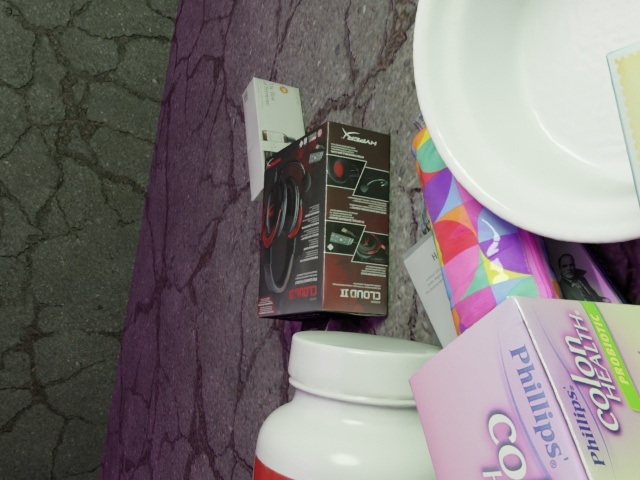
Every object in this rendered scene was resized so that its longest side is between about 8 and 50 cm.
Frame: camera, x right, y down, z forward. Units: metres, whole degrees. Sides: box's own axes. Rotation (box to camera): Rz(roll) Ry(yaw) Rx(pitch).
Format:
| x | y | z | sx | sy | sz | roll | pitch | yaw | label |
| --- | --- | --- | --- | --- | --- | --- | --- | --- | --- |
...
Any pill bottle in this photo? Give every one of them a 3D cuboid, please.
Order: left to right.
| x | y | z | sx | sy | sz | roll | pitch | yaw | label |
| --- | --- | --- | --- | --- | --- | --- | --- | --- | --- |
| 0.035 | 0.312 | 0.702 | 0.229 | 0.229 | 0.408 | 0 | 83 | 62 | pill bottle |

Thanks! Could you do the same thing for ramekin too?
| x | y | z | sx | sy | sz | roll | pitch | yaw | label |
| --- | --- | --- | --- | --- | --- | --- | --- | --- | --- |
| 0.217 | -0.146 | 0.481 | 0.277 | 0.135 | 0.277 | 20 | 118 | 45 | ramekin |

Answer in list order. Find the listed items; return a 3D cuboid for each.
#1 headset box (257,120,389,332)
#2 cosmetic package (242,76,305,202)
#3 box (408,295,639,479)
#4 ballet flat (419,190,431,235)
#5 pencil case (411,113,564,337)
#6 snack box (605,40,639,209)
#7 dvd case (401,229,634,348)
| x | y | z | sx | sy | sz | roll | pitch | yaw | label |
| --- | --- | --- | --- | --- | --- | --- | --- | --- | --- |
| 0.000 | 0.000 | 0.970 | 0.218 | 0.110 | 0.293 | -16 | 70 | 60 | headset box |
| -0.079 | -0.179 | 1.181 | 0.060 | 0.098 | 0.239 | -42 | 48 | 48 | cosmetic package |
| 0.206 | 0.159 | 0.394 | 0.117 | 0.242 | 0.214 | -52 | 41 | 44 | box |
| 0.142 | -0.087 | 0.772 | 0.070 | 0.070 | 0.189 | -13 | 71 | 61 | ballet flat |
| 0.151 | -0.015 | 0.598 | 0.104 | 0.104 | 0.236 | -45 | 47 | 50 | pencil case |
| 0.282 | -0.034 | 0.250 | 0.322 | 0.060 | 0.187 | -7 | 98 | 61 | snack box |
| 0.186 | 0.055 | 0.633 | 0.179 | 0.029 | 0.239 | -45 | 46 | 29 | dvd case |
